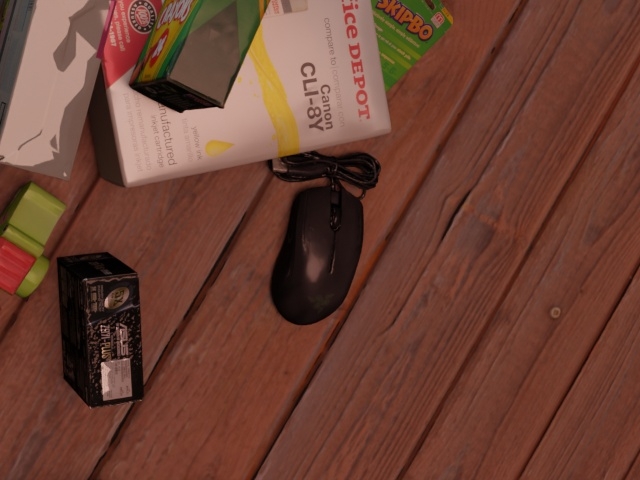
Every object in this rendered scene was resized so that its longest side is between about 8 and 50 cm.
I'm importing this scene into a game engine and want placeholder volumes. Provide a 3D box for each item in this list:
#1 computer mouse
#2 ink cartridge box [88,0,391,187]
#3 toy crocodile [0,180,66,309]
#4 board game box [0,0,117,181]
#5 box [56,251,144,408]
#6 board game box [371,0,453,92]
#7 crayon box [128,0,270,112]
[{"bbox_3d":[0.000,0.000,1.924,0.188,0.072,0.272,5,98,-27],"label":"computer mouse"},{"bbox_3d":[-0.120,-0.246,1.744,0.384,0.160,0.279,-13,101,-19],"label":"ink cartridge box"},{"bbox_3d":[-0.456,0.074,1.702,0.115,0.105,0.340,42,81,-27],"label":"toy crocodile"},{"bbox_3d":[-0.355,-0.210,1.578,0.097,0.303,0.224,14,95,-27],"label":"board game box"},{"bbox_3d":[-0.301,0.120,1.762,0.077,0.147,0.180,-6,103,-25],"label":"box"},{"bbox_3d":[0.075,-0.284,1.921,0.259,0.039,0.124,-45,114,-8],"label":"board game box"},{"bbox_3d":[-0.114,-0.315,1.547,0.081,0.202,0.319,25,84,-20],"label":"crayon box"}]
